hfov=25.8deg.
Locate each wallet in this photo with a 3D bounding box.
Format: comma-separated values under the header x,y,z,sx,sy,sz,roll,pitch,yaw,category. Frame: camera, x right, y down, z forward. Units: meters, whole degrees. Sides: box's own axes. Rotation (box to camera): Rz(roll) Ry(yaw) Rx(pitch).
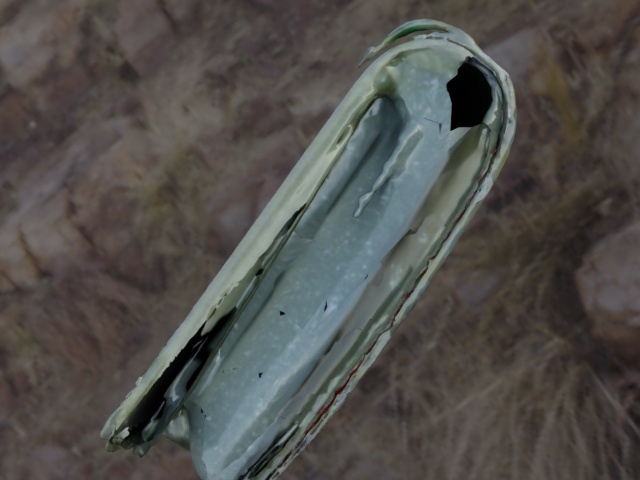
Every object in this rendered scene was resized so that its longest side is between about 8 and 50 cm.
x,y,z,sx,sy,sz,roll,pitch,yaw,category
0.000,0.000,0.670,0.223,0.077,0.309,-58,2,5,wallet
